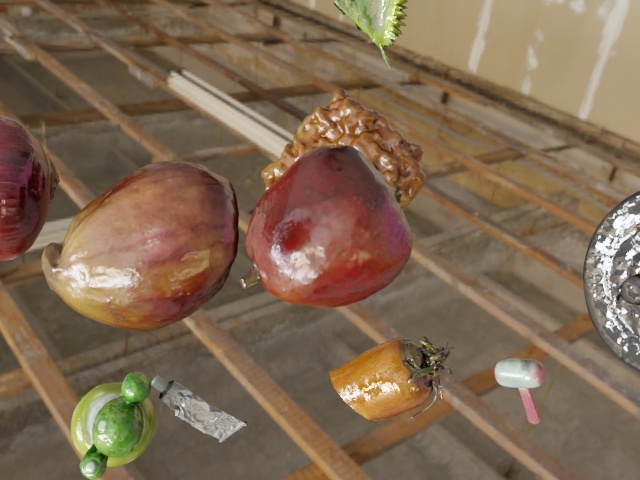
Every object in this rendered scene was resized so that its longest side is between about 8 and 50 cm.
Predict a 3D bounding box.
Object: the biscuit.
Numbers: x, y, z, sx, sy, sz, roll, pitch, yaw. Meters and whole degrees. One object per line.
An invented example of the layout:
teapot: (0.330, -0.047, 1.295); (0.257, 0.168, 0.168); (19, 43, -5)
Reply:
biscuit: (0.056, -0.142, 1.560); (0.318, 0.312, 0.110); (40, -174, 21)

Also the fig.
fig: (-0.222, 0.012, 0.939); (0.263, 0.224, 0.224); (-42, -129, -13)

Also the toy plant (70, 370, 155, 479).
toy plant: (-0.439, 0.391, 1.486); (0.184, 0.316, 0.224); (29, -113, -8)

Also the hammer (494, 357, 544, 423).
hammer: (0.220, 0.164, 0.751); (0.052, 0.083, 0.031); (-5, -155, 44)

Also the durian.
durian: (0.050, -0.474, 1.220); (0.157, 0.169, 0.355); (29, 176, 42)

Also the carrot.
carrot: (0.202, 0.372, 1.886); (0.193, 0.331, 0.214); (23, -141, -54)

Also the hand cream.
hand cream: (-0.283, 0.385, 1.600); (0.257, 0.084, 0.050); (45, -172, -28)

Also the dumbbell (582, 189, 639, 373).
dumbbell: (0.419, 0.035, 0.689); (0.388, 0.185, 0.185); (-2, -149, -35)

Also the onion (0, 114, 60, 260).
onion: (-0.530, -0.090, 1.173); (0.161, 0.248, 0.248); (-9, -146, -10)

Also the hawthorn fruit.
hawthorn fruit: (0.000, 0.000, 1.194); (0.307, 0.265, 0.265); (-35, -135, -9)
